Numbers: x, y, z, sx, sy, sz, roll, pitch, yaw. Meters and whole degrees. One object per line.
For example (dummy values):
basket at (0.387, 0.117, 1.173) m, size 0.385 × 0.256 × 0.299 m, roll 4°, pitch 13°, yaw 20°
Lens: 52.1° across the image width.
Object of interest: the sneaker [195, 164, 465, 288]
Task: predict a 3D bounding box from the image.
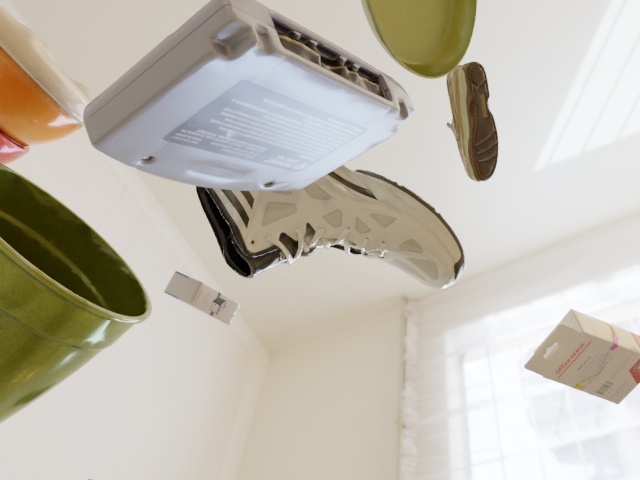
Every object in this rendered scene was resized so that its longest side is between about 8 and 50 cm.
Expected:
sneaker at (-0.001, 0.000, 1.037) m, size 0.447 × 0.169 × 0.258 m, roll 34°, pitch -116°, yaw -2°

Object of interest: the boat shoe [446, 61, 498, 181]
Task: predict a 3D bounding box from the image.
boat shoe at (0.239, -0.187, 1.059) m, size 0.068 × 0.072 × 0.190 m, roll -6°, pitch -88°, yaw -36°

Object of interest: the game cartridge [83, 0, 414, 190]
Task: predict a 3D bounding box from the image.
game cartridge at (-0.058, -0.114, 0.613) m, size 0.294 × 0.196 × 0.060 m, roll 6°, pitch -123°, yaw -57°

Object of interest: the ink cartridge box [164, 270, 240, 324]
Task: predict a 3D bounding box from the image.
ink cartridge box at (-0.366, 0.180, 2.032) m, size 0.190 × 0.139 × 0.082 m, roll 37°, pitch -105°, yaw -49°

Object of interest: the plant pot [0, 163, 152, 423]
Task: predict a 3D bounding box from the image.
plant pot at (-0.513, 0.118, 0.979) m, size 0.366 × 0.353 × 0.366 m, roll 44°, pitch -179°, yaw -1°

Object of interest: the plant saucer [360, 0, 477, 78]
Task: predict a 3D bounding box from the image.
plant saucer at (0.119, -0.324, 0.821) m, size 0.240 × 0.037 × 0.241 m, roll -4°, pitch -84°, yaw -46°

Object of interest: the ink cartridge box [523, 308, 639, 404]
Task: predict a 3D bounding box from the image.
ink cartridge box at (0.450, 0.192, 1.111) m, size 0.198 × 0.115 × 0.067 m, roll 21°, pitch -149°, yaw -13°

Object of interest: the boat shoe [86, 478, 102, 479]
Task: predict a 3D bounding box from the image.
boat shoe at (-0.441, 0.597, 1.326) m, size 0.079 × 0.084 × 0.233 m, roll 34°, pitch -158°, yaw -39°

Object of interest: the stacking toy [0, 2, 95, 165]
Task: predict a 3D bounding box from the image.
stacking toy at (-0.684, -0.206, 1.179) m, size 0.350 × 0.480 × 0.350 m, roll 46°, pitch 174°, yaw 6°
